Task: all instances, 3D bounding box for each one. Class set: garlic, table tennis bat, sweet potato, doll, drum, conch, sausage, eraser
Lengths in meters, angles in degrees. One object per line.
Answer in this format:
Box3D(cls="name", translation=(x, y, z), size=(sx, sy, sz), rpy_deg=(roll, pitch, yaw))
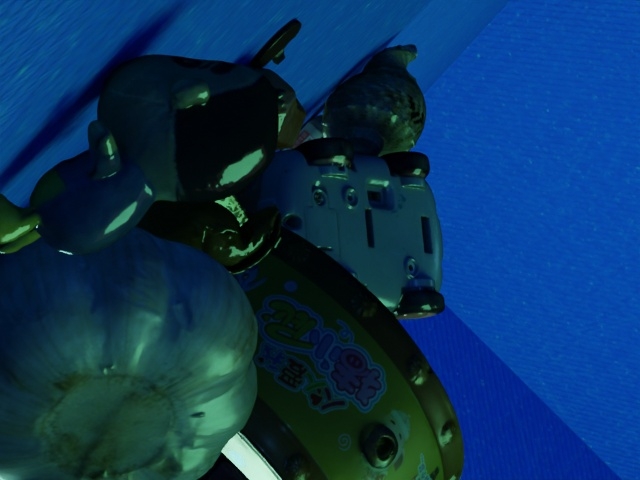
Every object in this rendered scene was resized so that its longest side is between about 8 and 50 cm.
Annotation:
Box3D(cls="garlic", translation=(-0.147, 0.057, 1.148), size=(0.218, 0.219, 0.212), rpy_deg=(-46, -147, 25))
Box3D(cls="table tennis bat", translation=(-0.033, -0.148, 1.342), size=(0.050, 0.007, 0.083), rpy_deg=(-45, 177, -4))
Box3D(cls="sweet potato", translation=(-0.167, 0.043, 1.327), size=(0.310, 0.098, 0.124), rpy_deg=(-35, 166, -10))
Box3D(cls="doll", translation=(-0.102, -0.048, 0.930), size=(0.179, 0.089, 0.102), rpy_deg=(-21, 175, -7))
Box3D(cls="drum", translation=(-0.068, 0.188, 1.836), size=(0.214, 0.431, 0.431), rpy_deg=(-43, 178, -27))
Box3D(cls="conch", translation=(0.061, -0.162, 2.104), size=(0.155, 0.130, 0.207), rpy_deg=(-28, -147, 42))
Box3D(cls="sausage", translation=(-0.045, -0.098, 1.322), size=(0.065, 0.065, 0.169), rpy_deg=(-45, 178, 3))
Box3D(cls="eraser", translation=(-0.036, -0.102, 2.142), size=(0.122, 0.029, 0.052), rpy_deg=(-45, 177, 20))

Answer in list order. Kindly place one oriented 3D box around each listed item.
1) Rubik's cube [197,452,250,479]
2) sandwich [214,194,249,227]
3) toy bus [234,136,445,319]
Box3D(cls="Rubik's cube", translation=(-0.259, 0.290, 1.545), size=(0.301, 0.304, 0.305), rpy_deg=(-45, 177, 17))
Box3D(cls="sandwich", translation=(-0.116, -0.002, 1.492), size=(0.090, 0.088, 0.244), rpy_deg=(-41, 178, -12))
Box3D(cls="toy bus", translation=(0.000, 0.000, 2.010), size=(0.288, 0.194, 0.232), rpy_deg=(4, 169, -44))
